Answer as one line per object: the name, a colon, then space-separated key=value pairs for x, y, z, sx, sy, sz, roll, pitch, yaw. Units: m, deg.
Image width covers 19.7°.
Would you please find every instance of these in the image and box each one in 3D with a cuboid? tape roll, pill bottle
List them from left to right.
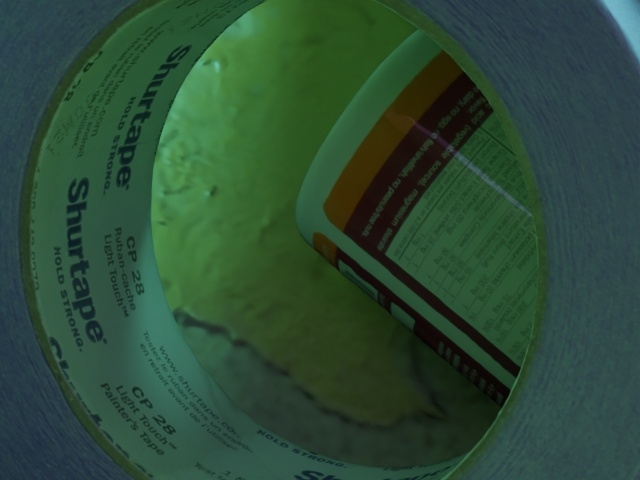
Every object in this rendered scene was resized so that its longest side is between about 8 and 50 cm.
tape roll: x=0.000 y=0.000 z=0.631 sx=0.274 sy=0.090 sz=0.275 roll=3 pitch=98 yaw=24
pill bottle: x=0.107 y=0.018 z=0.703 sx=0.221 sy=0.121 sz=0.121 roll=40 pitch=68 yaw=13
